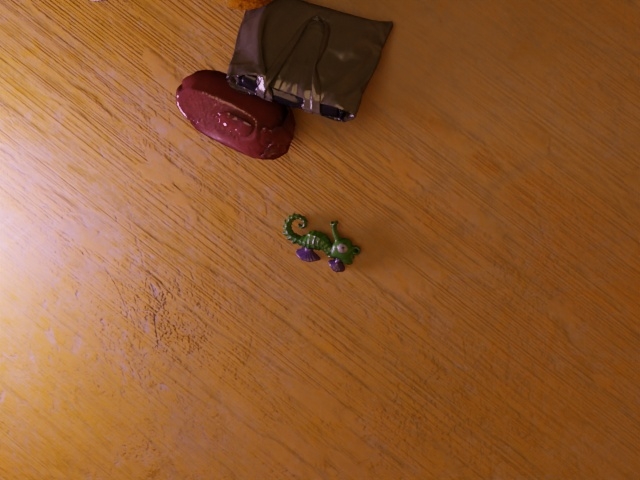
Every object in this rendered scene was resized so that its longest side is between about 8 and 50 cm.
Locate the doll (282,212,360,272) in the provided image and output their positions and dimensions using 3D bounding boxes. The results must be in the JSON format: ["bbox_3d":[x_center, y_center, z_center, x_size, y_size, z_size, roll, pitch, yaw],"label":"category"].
[{"bbox_3d":[0.000,0.000,1.933,0.190,0.050,0.115,18,107,11],"label":"doll"}]

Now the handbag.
[{"bbox_3d":[-0.033,-0.396,1.802,0.315,0.109,0.253,17,70,8],"label":"handbag"}]

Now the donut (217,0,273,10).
[{"bbox_3d":[-0.160,-0.600,1.788,0.253,0.118,0.254,-1,70,3],"label":"donut"}]

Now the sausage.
[{"bbox_3d":[-0.181,-0.275,1.873,0.279,0.152,0.152,26,105,7],"label":"sausage"}]
